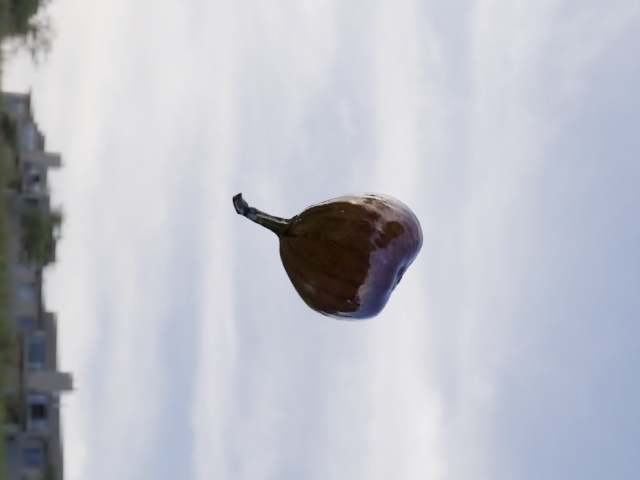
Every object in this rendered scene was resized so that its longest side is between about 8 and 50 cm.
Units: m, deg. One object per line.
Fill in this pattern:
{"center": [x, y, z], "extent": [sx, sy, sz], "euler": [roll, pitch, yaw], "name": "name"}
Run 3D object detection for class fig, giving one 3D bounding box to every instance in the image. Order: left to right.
{"center": [0.018, 0.020, 1.509], "extent": [0.148, 0.202, 0.149], "euler": [30, 56, -69], "name": "fig"}
